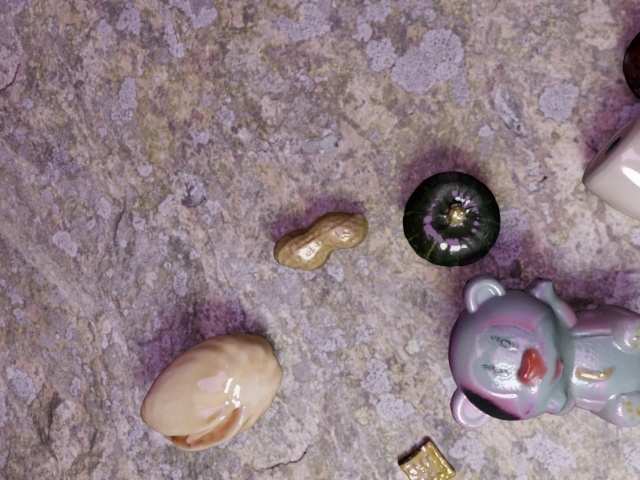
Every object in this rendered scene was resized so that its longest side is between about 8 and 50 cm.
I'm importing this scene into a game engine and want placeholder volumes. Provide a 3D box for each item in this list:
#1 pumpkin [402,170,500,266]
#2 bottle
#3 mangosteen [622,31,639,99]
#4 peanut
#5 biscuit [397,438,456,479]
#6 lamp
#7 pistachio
[{"bbox_3d":[0.224,-0.037,1.112,0.167,0.125,0.167,-2,85,27],"label":"pumpkin"},{"bbox_3d":[0.543,-0.075,0.997,0.237,0.147,0.147,39,104,5],"label":"bottle"},{"bbox_3d":[0.541,-0.273,0.980,0.153,0.152,0.152,1,93,19],"label":"mangosteen"},{"bbox_3d":[0.001,0.002,1.213,0.193,0.089,0.089,-27,84,19],"label":"peanut"},{"bbox_3d":[0.197,0.423,1.201,0.083,0.018,0.081,-42,80,17],"label":"biscuit"},{"bbox_3d":[0.352,0.177,1.043,0.302,0.247,0.246,3,98,-3],"label":"lamp"},{"bbox_3d":[-0.219,0.293,1.257,0.318,0.213,0.193,-27,125,25],"label":"pistachio"}]
